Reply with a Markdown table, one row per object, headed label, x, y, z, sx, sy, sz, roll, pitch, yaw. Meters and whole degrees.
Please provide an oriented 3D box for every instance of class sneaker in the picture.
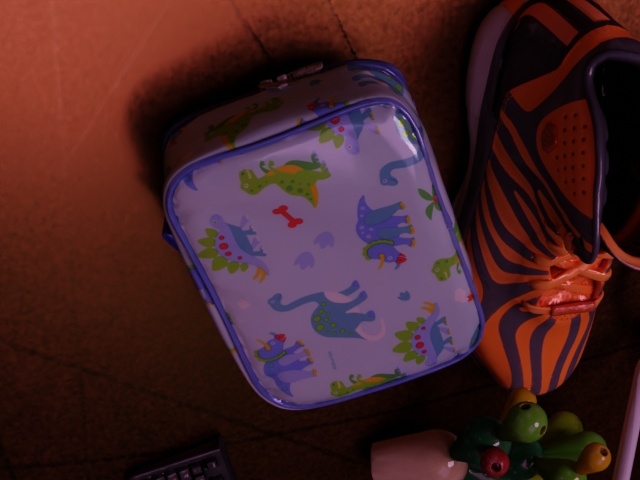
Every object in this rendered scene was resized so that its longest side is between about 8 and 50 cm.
| label | x | y | z | sx | sy | sz | roll | pitch | yaw |
| --- | --- | --- | --- | --- | --- | --- | --- | --- | --- |
| sneaker | 0.167 | 0.004 | 0.774 | 0.125 | 0.180 | 0.321 | -14 | 122 | -13 |

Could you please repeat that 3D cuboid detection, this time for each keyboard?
| label | x | y | z | sx | sy | sz | roll | pitch | yaw |
| --- | --- | --- | --- | --- | --- | --- | --- | --- | --- |
| keyboard | -0.076 | 0.231 | 0.899 | 0.108 | 0.023 | 0.180 | -21 | 123 | -10 |

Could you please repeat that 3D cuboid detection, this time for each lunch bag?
| label | x | y | z | sx | sy | sz | roll | pitch | yaw |
| --- | --- | --- | --- | --- | --- | --- | --- | --- | --- |
| lunch bag | 0.000 | 0.000 | 0.750 | 0.176 | 0.090 | 0.219 | -20 | 122 | 5 |

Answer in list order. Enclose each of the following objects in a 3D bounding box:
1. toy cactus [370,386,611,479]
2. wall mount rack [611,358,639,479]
| label | x | y | z | sx | sy | sz | roll | pitch | yaw |
| --- | --- | --- | --- | --- | --- | --- | --- | --- | --- |
| toy cactus | 0.131 | 0.180 | 0.895 | 0.181 | 0.112 | 0.219 | -4 | 164 | 10 |
| wall mount rack | 0.339 | 0.167 | 0.946 | 0.304 | 0.130 | 0.350 | -38 | 125 | -7 |
